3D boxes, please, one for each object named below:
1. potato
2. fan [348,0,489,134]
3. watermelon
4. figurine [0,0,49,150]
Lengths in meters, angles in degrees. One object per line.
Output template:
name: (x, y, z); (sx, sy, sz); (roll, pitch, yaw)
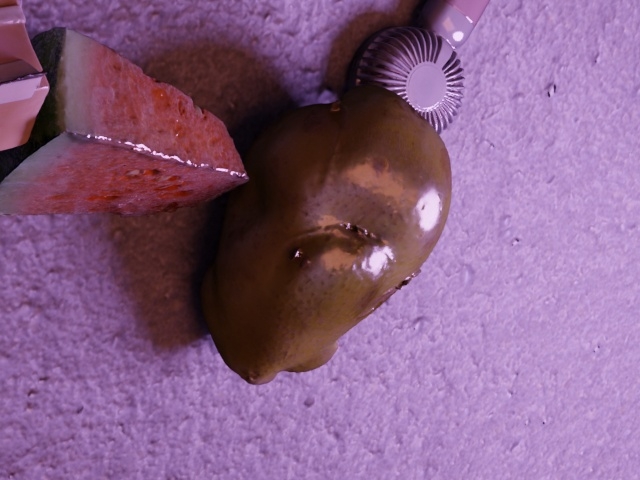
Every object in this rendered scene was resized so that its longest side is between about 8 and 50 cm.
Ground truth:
potato: (-0.003, -0.002, 1.807); (0.218, 0.202, 0.351); (10, 112, -39)
fan: (0.127, -0.221, 1.905); (0.130, 0.074, 0.244); (38, 77, -29)
watermelon: (-0.196, -0.095, 1.657); (0.257, 0.193, 0.139); (13, 68, -36)
figurine: (-0.334, -0.193, 1.496); (0.162, 0.141, 0.236); (-22, 77, -39)
